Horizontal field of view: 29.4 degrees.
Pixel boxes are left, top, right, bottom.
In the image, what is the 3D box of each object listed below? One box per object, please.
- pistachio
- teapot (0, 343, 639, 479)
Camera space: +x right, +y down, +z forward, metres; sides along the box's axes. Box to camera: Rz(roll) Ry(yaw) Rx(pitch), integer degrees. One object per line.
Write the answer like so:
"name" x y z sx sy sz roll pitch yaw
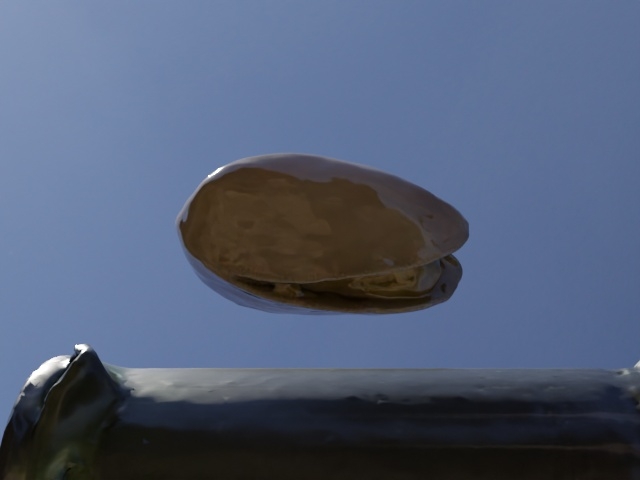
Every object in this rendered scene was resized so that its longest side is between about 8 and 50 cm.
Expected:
"pistachio" 0.000 0.000 0.932 0.223 0.152 0.126 4 -57 0
"teapot" 0.015 0.166 0.565 0.337 0.200 0.270 0 -59 6
